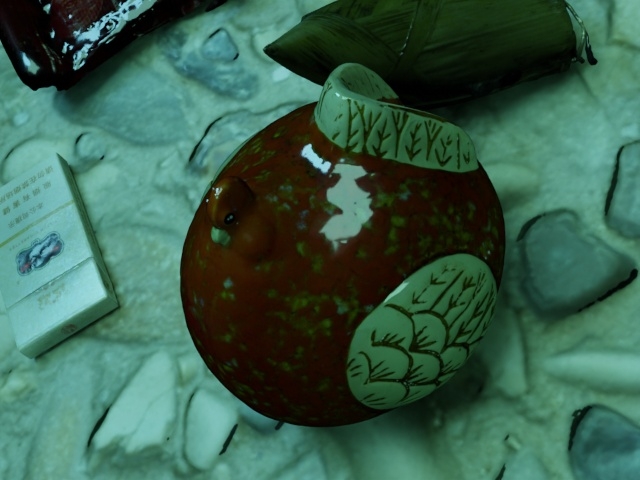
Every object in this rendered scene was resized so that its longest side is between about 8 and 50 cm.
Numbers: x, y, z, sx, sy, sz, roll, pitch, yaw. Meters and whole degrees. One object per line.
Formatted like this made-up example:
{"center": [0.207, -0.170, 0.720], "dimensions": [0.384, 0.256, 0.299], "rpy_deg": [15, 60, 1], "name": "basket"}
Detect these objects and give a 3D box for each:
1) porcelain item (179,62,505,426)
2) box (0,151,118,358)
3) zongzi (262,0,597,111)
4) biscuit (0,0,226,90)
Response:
{"center": [0.000, 0.000, 1.074], "dimensions": [0.253, 0.253, 0.253], "rpy_deg": [-12, 60, 21], "name": "porcelain item"}
{"center": [-0.233, 0.011, 1.312], "dimensions": [0.090, 0.024, 0.167], "rpy_deg": [-31, 54, 8], "name": "box"}
{"center": [0.083, -0.152, 1.133], "dimensions": [0.205, 0.204, 0.094], "rpy_deg": [-9, 85, 21], "name": "zongzi"}
{"center": [-0.179, -0.227, 1.386], "dimensions": [0.235, 0.063, 0.151], "rpy_deg": [-29, 56, 7], "name": "biscuit"}
